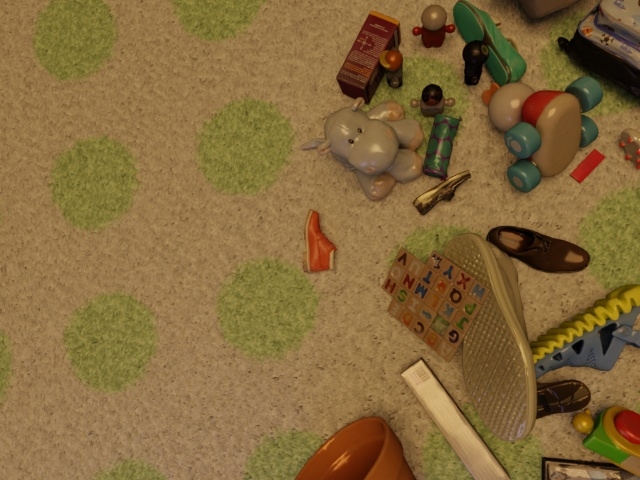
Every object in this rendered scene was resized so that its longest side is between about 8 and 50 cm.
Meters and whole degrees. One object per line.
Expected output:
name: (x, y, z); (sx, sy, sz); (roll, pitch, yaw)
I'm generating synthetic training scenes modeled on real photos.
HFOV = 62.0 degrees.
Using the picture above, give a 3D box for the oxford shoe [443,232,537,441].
oxford shoe: (0.386, 0.198, 1.162); (0.169, 0.130, 0.449); (-25, 68, 45)

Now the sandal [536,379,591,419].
sandal: (0.476, 0.342, 1.179); (0.219, 0.060, 0.090); (-20, 95, 24)

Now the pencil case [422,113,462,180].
pencil case: (0.292, -0.226, 1.283); (0.065, 0.070, 0.151); (11, 86, 46)

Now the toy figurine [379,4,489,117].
toy figurine: (0.268, -0.419, 1.268); (0.209, 0.148, 0.213); (-42, 78, 4)

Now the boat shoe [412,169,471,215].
boat shoe: (0.297, -0.113, 1.278); (0.152, 0.056, 0.049); (-32, 84, 16)

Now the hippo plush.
hippo plush: (0.108, -0.253, 1.233); (0.294, 0.236, 0.234); (39, 92, 13)

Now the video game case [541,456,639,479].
video game case: (0.607, 0.620, 1.139); (0.248, 0.035, 0.274); (1, 84, 11)

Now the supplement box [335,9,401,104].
supplement box: (0.122, -0.451, 1.322); (0.081, 0.104, 0.188); (27, 89, 13)

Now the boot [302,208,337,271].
boot: (0.000, 0.000, 1.321); (0.085, 0.059, 0.157); (0, 92, 8)

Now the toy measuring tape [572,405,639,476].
toy measuring tape: (0.689, 0.434, 1.106); (0.330, 0.121, 0.121); (24, 88, 11)

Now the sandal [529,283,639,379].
sandal: (0.583, 0.226, 1.149); (0.317, 0.126, 0.138); (-32, 82, 7)

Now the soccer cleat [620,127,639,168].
soccer cleat: (0.754, -0.181, 1.192); (0.076, 0.068, 0.196); (-39, 85, -1)

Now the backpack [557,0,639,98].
backpack: (0.724, -0.480, 1.167); (0.276, 0.213, 0.263); (43, 82, 15)

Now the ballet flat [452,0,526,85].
ballet flat: (0.415, -0.484, 1.292); (0.087, 0.083, 0.247); (-26, 79, -18)

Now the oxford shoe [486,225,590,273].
oxford shoe: (0.494, 0.022, 1.201); (0.227, 0.096, 0.082); (14, 84, 10)

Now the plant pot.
plant pot: (0.095, 0.555, 1.137); (0.291, 0.291, 0.203); (-41, 94, 4)

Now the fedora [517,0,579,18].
fedora: (0.544, -0.601, 1.224); (0.275, 0.244, 0.124); (-33, 107, -3)

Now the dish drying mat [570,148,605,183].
dish drying mat: (0.623, -0.173, 1.242); (0.032, 0.008, 0.083); (43, 92, 12)

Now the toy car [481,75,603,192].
toy car: (0.467, -0.275, 1.222); (0.219, 0.210, 0.238); (-37, 49, -8)

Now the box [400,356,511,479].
box: (0.302, 0.416, 1.207); (0.067, 0.063, 0.324); (-38, 78, 6)

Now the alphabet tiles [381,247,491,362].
alphabet tiles: (0.244, 0.126, 1.209); (0.237, 0.009, 0.198); (39, 118, 36)
